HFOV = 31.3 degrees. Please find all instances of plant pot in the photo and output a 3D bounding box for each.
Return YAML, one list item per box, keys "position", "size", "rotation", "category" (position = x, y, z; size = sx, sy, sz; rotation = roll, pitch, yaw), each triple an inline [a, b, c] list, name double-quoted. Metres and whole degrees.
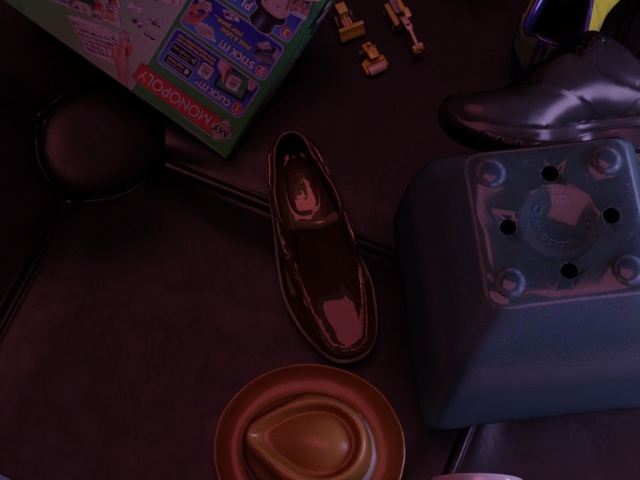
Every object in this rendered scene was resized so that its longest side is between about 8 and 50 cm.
- position: [0.208, 0.027, 1.094]
  size: [0.247, 0.252, 0.247]
  rotation: [-7, 70, 0]
  category: "plant pot"

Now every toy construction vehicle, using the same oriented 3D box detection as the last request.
- position: [0.065, -0.244, 1.312]
  size: [0.085, 0.035, 0.098]
  rotation: [-21, 71, -6]
  category: "toy construction vehicle"

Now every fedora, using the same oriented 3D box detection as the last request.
- position: [-0.013, 0.203, 1.128]
  size: [0.194, 0.079, 0.194]
  rotation: [-1, 70, 2]
  category: "fedora"

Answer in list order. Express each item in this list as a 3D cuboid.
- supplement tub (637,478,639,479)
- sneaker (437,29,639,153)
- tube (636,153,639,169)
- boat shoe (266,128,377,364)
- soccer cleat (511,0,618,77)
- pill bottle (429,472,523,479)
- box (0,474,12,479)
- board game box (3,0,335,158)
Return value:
- position: [0.304, 0.304, 0.976]
  size: [0.191, 0.272, 0.191]
  rotation: [-1, 70, 1]
  category: "supplement tub"
- position: [0.249, -0.151, 1.175]
  size: [0.286, 0.109, 0.130]
  rotation: [-4, 95, -24]
  category: "sneaker"
- position: [0.456, -0.073, 1.229]
  size: [0.240, 0.070, 0.062]
  rotation: [5, 113, 10]
  category: "tube"
- position: [-0.008, 0.002, 1.192]
  size: [0.095, 0.095, 0.258]
  rotation: [-18, 70, -5]
  category: "boat shoe"
- position: [0.300, -0.299, 1.278]
  size: [0.093, 0.121, 0.289]
  rotation: [25, 72, 11]
  category: "soccer cleat"
- position: [0.145, 0.333, 1.051]
  size: [0.124, 0.124, 0.222]
  rotation: [1, 69, 2]
  category: "pill bottle"
- position: [-0.347, 0.280, 1.079]
  size: [0.126, 0.137, 0.072]
  rotation: [-23, 72, -6]
  category: "box"
- position: [-0.170, -0.267, 1.244]
  size: [0.317, 0.046, 0.213]
  rotation: [36, 105, 2]
  category: "board game box"
